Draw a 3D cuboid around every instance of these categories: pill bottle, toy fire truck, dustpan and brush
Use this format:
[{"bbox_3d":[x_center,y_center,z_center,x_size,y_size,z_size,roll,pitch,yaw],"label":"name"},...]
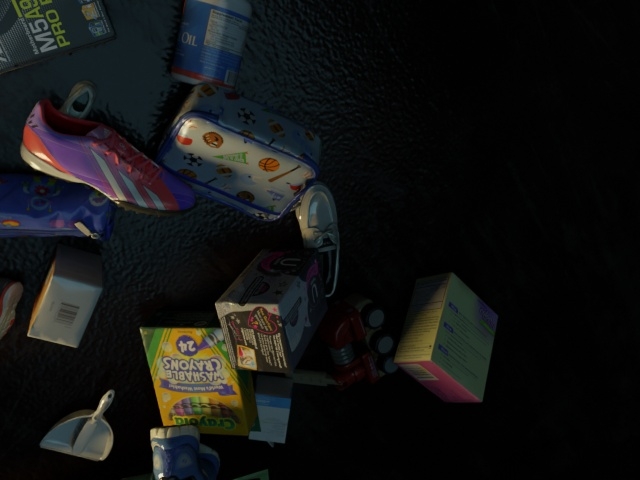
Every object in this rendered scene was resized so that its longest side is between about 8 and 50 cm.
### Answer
[{"bbox_3d":[-0.196,-0.396,1.066,0.124,0.124,0.222,10,104,-23],"label":"pill bottle"},{"bbox_3d":[0.036,0.265,1.390,0.246,0.158,0.217,-30,117,-20],"label":"toy fire truck"},{"bbox_3d":[-0.506,0.403,1.264,0.147,0.060,0.211,27,97,-26],"label":"dustpan and brush"}]

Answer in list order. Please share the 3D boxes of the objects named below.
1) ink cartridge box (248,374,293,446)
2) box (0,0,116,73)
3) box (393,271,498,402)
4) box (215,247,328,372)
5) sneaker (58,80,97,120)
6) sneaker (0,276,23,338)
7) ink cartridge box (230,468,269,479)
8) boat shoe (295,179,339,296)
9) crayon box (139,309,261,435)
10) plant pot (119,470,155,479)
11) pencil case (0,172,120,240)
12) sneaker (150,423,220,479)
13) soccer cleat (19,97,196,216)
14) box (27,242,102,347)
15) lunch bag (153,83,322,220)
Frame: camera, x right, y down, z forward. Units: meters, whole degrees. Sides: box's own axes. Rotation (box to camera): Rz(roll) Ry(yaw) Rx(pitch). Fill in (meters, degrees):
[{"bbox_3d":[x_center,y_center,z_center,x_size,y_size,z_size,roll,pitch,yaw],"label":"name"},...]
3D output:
[{"bbox_3d":[-0.121,0.413,1.385,0.089,0.092,0.143,8,106,-3],"label":"ink cartridge box"},{"bbox_3d":[-0.499,-0.445,0.969,0.216,0.060,0.270,-22,114,-13],"label":"box"},{"bbox_3d":[0.316,0.242,1.424,0.213,0.117,0.243,39,56,-28],"label":"box"},{"bbox_3d":[-0.090,0.135,1.202,0.142,0.247,0.164,-1,114,18],"label":"box"},{"bbox_3d":[-0.464,-0.225,1.060,0.053,0.061,0.152,27,99,-28],"label":"sneaker"},{"bbox_3d":[-0.643,0.139,1.133,0.064,0.061,0.158,27,97,0],"label":"sneaker"},{"bbox_3d":[-0.170,0.713,1.500,0.108,0.062,0.209,-10,111,-17],"label":"ink cartridge box"},{"bbox_3d":[0.000,0.000,1.299,0.096,0.088,0.268,-5,110,-19],"label":"boat shoe"},{"bbox_3d":[-0.257,0.313,1.267,0.203,0.083,0.323,-2,113,12],"label":"crayon box"},{"bbox_3d":[-0.517,0.683,1.227,0.333,0.341,0.341,-1,109,-13],"label":"plant pot"},{"bbox_3d":[-0.527,-0.057,1.057,0.305,0.133,0.119,2,135,-21],"label":"pencil case"},{"bbox_3d":[-0.307,0.526,1.280,0.129,0.147,0.330,-5,145,3],"label":"sneaker"},{"bbox_3d":[-0.367,-0.141,1.030,0.318,0.109,0.116,22,121,-13],"label":"soccer cleat"},{"bbox_3d":[-0.486,0.101,1.104,0.091,0.170,0.130,21,100,-27],"label":"box"},{"bbox_3d":[-0.157,-0.154,1.126,0.303,0.115,0.243,24,139,-25],"label":"lunch bag"}]
